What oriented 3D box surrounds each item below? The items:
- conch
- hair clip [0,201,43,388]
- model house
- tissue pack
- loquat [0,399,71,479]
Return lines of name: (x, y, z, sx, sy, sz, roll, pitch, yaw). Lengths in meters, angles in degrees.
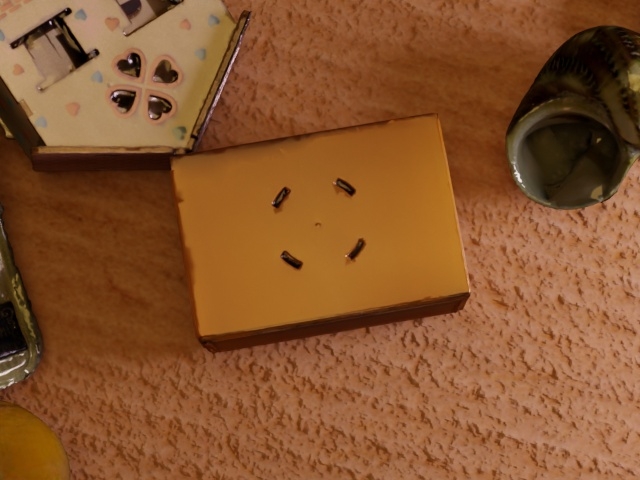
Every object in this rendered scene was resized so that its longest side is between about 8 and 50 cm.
conch: (0.294, -0.128, 1.913, 0.181, 0.124, 0.187, 7, 107, 27)
hair clip: (-0.383, -0.003, 1.894, 0.138, 0.091, 0.321, -20, 102, -43)
model house: (-0.191, -0.188, 1.935, 0.326, 0.169, 0.244, -34, 87, -12)
tissue pack: (0.000, 0.000, 1.892, 0.274, 0.145, 0.194, -9, 77, 0)
loquat: (-0.340, 0.259, 1.824, 0.213, 0.213, 0.213, 0, 78, 1)
